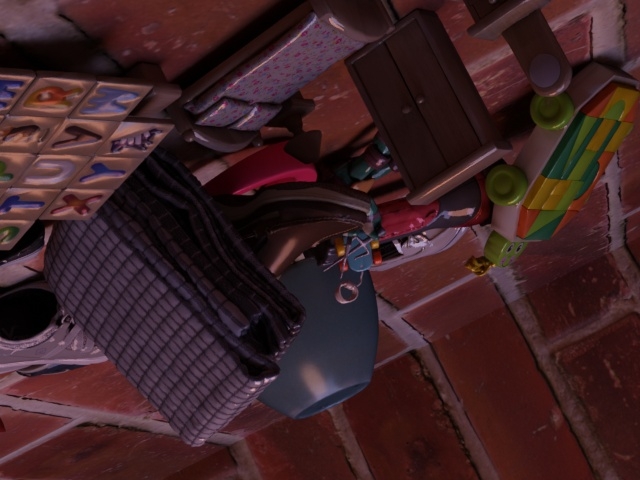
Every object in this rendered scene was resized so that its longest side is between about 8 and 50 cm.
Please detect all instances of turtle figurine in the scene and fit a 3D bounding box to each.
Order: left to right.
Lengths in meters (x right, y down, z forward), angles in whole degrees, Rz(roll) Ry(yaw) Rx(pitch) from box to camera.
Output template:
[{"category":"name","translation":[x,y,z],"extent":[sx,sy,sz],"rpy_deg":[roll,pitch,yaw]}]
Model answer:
[{"category":"turtle figurine","translation":[0.043,-0.054,1.967],"extent":[0.234,0.118,0.175],"rpy_deg":[-47,175,18]}]

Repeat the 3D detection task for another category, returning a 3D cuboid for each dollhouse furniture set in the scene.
[{"category":"dollhouse furniture set","translation":[0.043,-0.143,1.502],"extent":[0.303,0.174,0.355],"rpy_deg":[-34,165,27]}]

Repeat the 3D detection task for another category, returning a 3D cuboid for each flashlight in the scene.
[{"category":"flashlight","translation":[0.126,-0.042,2.211],"extent":[0.304,0.103,0.103],"rpy_deg":[-15,-157,-27]}]

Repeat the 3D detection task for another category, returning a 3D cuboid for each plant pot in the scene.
[{"category":"plant pot","translation":[-0.022,0.166,2.500],"extent":[0.290,0.195,0.290],"rpy_deg":[-25,167,-6]}]

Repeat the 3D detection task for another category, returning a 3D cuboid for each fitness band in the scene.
[{"category":"fitness band","translation":[-0.120,-0.033,1.891],"extent":[0.209,0.054,0.291],"rpy_deg":[-21,167,-31]}]

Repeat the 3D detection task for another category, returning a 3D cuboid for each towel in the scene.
[{"category":"towel","translation":[-0.149,0.051,1.635],"extent":[0.121,0.284,0.235],"rpy_deg":[-41,174,-32]}]

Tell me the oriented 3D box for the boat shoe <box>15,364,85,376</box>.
[{"category":"boat shoe","translation":[-0.280,0.113,2.039],"extent":[0.254,0.095,0.079],"rpy_deg":[-25,165,0]}]

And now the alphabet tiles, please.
[{"category":"alphabet tiles","translation":[-0.307,-0.063,1.363],"extent":[0.342,0.011,0.285],"rpy_deg":[0,151,-41]}]

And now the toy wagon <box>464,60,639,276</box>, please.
[{"category":"toy wagon","translation":[0.318,-0.086,2.190],"extent":[0.267,0.068,0.344],"rpy_deg":[0,123,-60]}]

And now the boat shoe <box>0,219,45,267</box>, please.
[{"category":"boat shoe","translation":[-0.349,0.012,1.643],"extent":[0.142,0.049,0.040],"rpy_deg":[-26,163,-32]}]

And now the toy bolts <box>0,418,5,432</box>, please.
[{"category":"toy bolts","translation":[-0.432,0.150,1.722],"extent":[0.218,0.159,0.228],"rpy_deg":[-16,176,22]}]

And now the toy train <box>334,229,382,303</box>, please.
[{"category":"toy train","translation":[0.000,0.000,2.094],"extent":[0.125,0.166,0.046],"rpy_deg":[-50,-167,4]}]

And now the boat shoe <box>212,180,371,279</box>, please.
[{"category":"boat shoe","translation":[-0.043,-0.001,1.651],"extent":[0.095,0.095,0.257],"rpy_deg":[13,168,-37]}]

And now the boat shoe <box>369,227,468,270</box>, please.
[{"category":"boat shoe","translation":[0.135,-0.005,2.382],"extent":[0.075,0.083,0.226],"rpy_deg":[-12,161,-49]}]

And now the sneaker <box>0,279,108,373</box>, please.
[{"category":"sneaker","translation":[-0.303,0.094,1.898],"extent":[0.281,0.105,0.115],"rpy_deg":[-17,164,-31]}]
